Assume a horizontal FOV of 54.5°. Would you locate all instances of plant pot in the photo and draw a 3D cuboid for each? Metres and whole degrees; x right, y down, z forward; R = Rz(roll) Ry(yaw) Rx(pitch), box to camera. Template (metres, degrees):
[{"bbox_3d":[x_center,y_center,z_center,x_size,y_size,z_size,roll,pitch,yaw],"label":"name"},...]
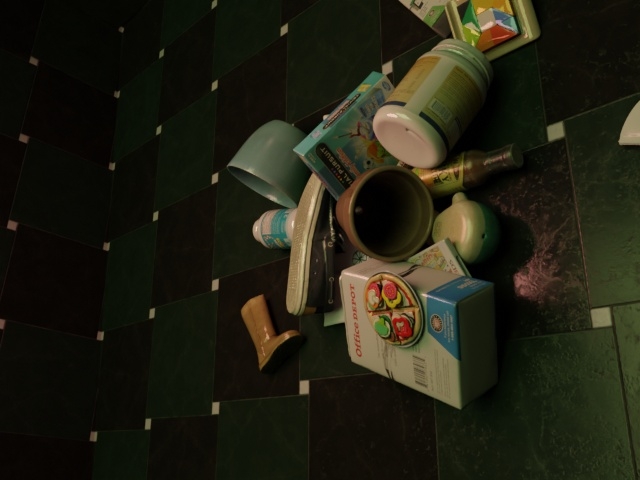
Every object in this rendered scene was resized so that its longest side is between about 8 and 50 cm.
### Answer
[{"bbox_3d":[0.151,-0.081,1.764,0.229,0.263,0.263,14,87,66],"label":"plant pot"},{"bbox_3d":[-0.151,-0.288,2.234,0.293,0.293,0.235,19,76,48],"label":"plant pot"}]

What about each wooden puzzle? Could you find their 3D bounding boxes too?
[{"bbox_3d":[0.485,-0.633,1.777,0.239,0.044,0.220,-18,88,41],"label":"wooden puzzle"}]

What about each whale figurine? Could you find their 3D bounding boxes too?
[{"bbox_3d":[0.387,-0.022,1.694,0.272,0.141,0.216,-167,84,-72],"label":"whale figurine"}]

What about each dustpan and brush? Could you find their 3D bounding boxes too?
[{"bbox_3d":[0.780,-0.315,1.414,0.147,0.060,0.211,17,96,61],"label":"dustpan and brush"}]

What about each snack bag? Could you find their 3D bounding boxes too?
[{"bbox_3d":[0.122,0.088,1.988,0.323,0.037,0.342,-18,64,43],"label":"snack bag"}]

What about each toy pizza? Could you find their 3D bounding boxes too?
[{"bbox_3d":[0.172,0.173,1.542,0.201,0.032,0.201,23,121,44],"label":"toy pizza"}]

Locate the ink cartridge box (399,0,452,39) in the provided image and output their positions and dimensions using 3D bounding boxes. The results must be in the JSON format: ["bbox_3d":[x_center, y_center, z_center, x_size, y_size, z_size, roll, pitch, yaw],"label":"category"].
[{"bbox_3d":[0.368,-0.767,1.966,0.160,0.093,0.219,-52,46,21],"label":"ink cartridge box"}]

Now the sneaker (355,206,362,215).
[{"bbox_3d":[0.154,-0.119,1.990,0.272,0.100,0.108,10,97,52],"label":"sneaker"}]

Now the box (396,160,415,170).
[{"bbox_3d":[0.285,-0.238,1.879,0.137,0.094,0.027,-59,44,15],"label":"box"}]

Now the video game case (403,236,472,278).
[{"bbox_3d":[0.317,0.121,1.660,0.206,0.026,0.227,61,146,5],"label":"video game case"}]

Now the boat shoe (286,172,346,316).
[{"bbox_3d":[0.000,0.000,2.001,0.187,0.156,0.500,165,112,-73],"label":"boat shoe"}]

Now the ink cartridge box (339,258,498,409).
[{"bbox_3d":[0.251,0.222,1.630,0.395,0.166,0.285,14,117,48],"label":"ink cartridge box"}]

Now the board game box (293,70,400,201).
[{"bbox_3d":[0.124,-0.292,1.861,0.336,0.254,0.079,-45,33,-3],"label":"board game box"}]

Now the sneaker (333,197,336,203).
[{"bbox_3d":[0.050,-0.241,2.117,0.295,0.109,0.123,-50,42,17],"label":"sneaker"}]

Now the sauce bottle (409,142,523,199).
[{"bbox_3d":[0.394,-0.192,1.736,0.344,0.111,0.111,-16,66,42],"label":"sauce bottle"}]

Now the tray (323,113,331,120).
[{"bbox_3d":[0.103,-0.307,2.015,0.145,0.030,0.270,-10,71,-3],"label":"tray"}]

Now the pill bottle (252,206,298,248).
[{"bbox_3d":[-0.126,-0.041,2.213,0.264,0.146,0.146,-3,75,47],"label":"pill bottle"}]

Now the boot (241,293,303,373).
[{"bbox_3d":[-0.182,0.302,2.205,0.236,0.089,0.269,-45,47,27],"label":"boot"}]

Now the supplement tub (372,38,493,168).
[{"bbox_3d":[0.319,-0.381,1.731,0.228,0.228,0.316,18,65,48],"label":"supplement tub"}]
